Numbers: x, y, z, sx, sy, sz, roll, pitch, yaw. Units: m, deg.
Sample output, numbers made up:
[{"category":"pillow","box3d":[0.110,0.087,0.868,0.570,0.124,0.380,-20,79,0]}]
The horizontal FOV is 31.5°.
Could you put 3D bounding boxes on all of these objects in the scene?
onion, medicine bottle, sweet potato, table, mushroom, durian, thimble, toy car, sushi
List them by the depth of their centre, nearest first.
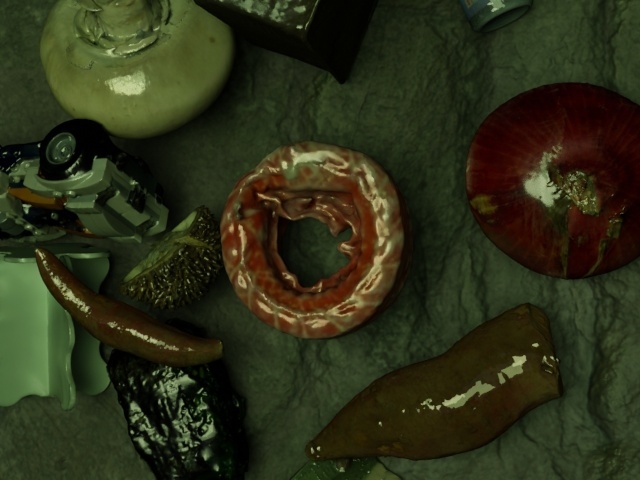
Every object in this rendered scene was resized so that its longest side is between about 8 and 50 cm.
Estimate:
[{"category":"onion","box3d":[0.294,-0.074,1.324,0.248,0.161,0.248,0,70,0]},{"category":"sweet potato","box3d":[-0.237,0.096,1.350,0.255,0.058,0.078,29,126,3]},{"category":"sweet potato","box3d":[0.137,0.201,1.357,0.336,0.131,0.131,-30,83,10]},{"category":"thimble","box3d":[0.000,0.000,1.371,0.239,0.162,0.239,0,89,12]},{"category":"medicine bottle","box3d":[0.184,-0.360,1.385,0.083,0.083,0.203,-24,82,10]},{"category":"mushroom","box3d":[-0.228,-0.244,1.390,0.246,0.202,0.246,-3,63,7]},{"category":"durian","box3d":[-0.173,0.033,1.410,0.091,0.188,0.148,44,78,-18]},{"category":"toy car","box3d":[-0.344,-0.054,1.418,0.301,0.193,0.118,-4,66,21]},{"category":"sushi","box3d":[-0.170,0.212,1.419,0.127,0.124,0.225,-25,81,13]},{"category":"table","box3d":[-0.347,0.110,1.451,0.166,0.166,0.198,1,96,12]}]

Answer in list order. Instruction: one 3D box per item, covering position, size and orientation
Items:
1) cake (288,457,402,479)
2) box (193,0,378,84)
[{"category":"cake","box3d":[-0.023,0.383,1.363,0.158,0.172,0.284,40,94,8]},{"category":"box","box3d":[-0.021,-0.309,1.329,0.143,0.273,0.184,22,92,11]}]
